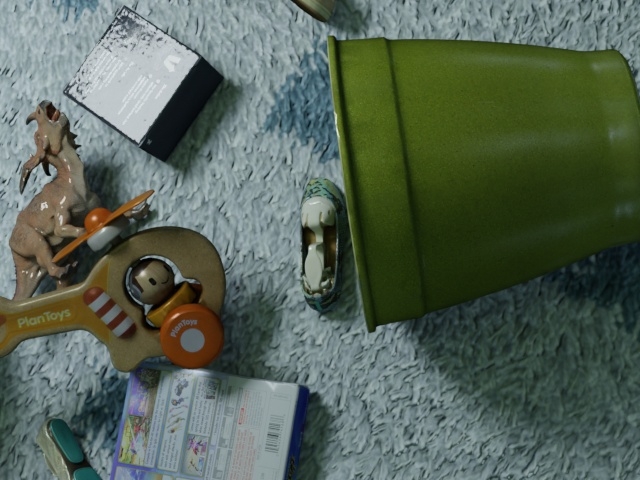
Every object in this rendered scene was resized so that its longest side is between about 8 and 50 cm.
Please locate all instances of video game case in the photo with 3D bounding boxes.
[{"bbox_3d":[-0.156,0.309,1.755,0.244,0.061,0.270,7,80,17],"label":"video game case"}]

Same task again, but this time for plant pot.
[{"bbox_3d":[0.207,-0.090,1.606,0.352,0.366,0.367,-7,76,3],"label":"plant pot"}]

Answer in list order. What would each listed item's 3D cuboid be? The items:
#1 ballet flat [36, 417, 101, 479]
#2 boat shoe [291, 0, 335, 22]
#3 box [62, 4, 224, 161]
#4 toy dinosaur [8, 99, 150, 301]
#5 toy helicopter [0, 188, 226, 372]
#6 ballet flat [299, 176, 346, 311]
[{"bbox_3d":[-0.343,0.324,1.821,0.052,0.057,0.168,-45,62,27],"label":"ballet flat"},{"bbox_3d":[-0.061,-0.435,1.867,0.098,0.109,0.302,-40,65,7],"label":"boat shoe"},{"bbox_3d":[-0.253,-0.223,1.883,0.158,0.093,0.156,35,90,22],"label":"box"},{"bbox_3d":[-0.386,-0.030,1.869,0.200,0.127,0.296,33,93,20],"label":"toy dinosaur"},{"bbox_3d":[-0.302,0.067,1.727,0.355,0.140,0.235,-13,105,-3],"label":"toy helicopter"},{"bbox_3d":[0.000,0.000,1.774,0.070,0.070,0.189,-8,76,15],"label":"ballet flat"}]
